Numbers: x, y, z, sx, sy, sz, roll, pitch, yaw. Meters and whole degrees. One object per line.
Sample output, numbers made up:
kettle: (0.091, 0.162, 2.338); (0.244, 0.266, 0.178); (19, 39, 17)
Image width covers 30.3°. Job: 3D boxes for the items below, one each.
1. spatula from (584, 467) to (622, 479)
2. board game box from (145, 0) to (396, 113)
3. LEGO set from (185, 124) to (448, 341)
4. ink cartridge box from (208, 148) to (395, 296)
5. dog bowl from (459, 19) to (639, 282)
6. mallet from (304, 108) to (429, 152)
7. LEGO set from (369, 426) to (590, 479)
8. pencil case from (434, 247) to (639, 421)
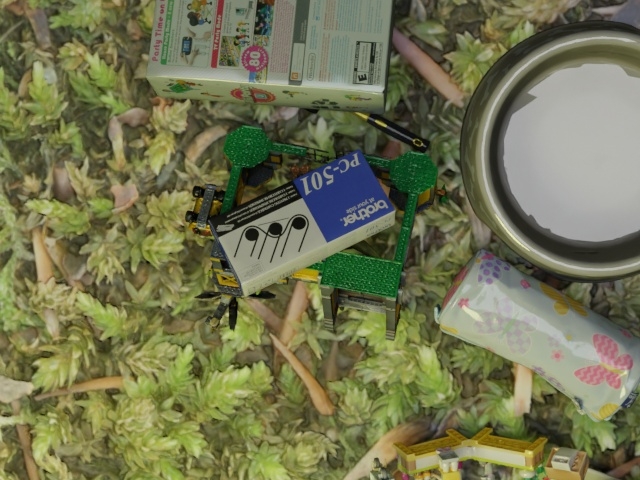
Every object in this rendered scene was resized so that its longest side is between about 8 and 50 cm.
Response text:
spatula: (0.415, 0.414, 1.598); (0.242, 0.019, 0.168); (21, 97, 1)
board game box: (-0.057, -0.292, 1.523); (0.303, 0.097, 0.224); (5, 81, 5)
LEGO set: (0.000, 0.000, 1.556); (0.331, 0.192, 0.255); (3, 66, 4)
ink cartridge box: (-0.022, -0.022, 1.436); (0.207, 0.046, 0.097); (-25, 69, -8)
dog bowl: (0.351, -0.111, 1.511); (0.348, 0.102, 0.349); (1, 95, 7)
mallet: (0.062, -0.177, 1.577); (0.189, 0.039, 0.062); (20, 95, 0)
LEGO set: (0.207, 0.321, 1.564); (0.286, 0.132, 0.107); (-5, 104, 1)
pencil case: (0.287, 0.122, 1.536); (0.273, 0.113, 0.124); (31, 118, 3)
